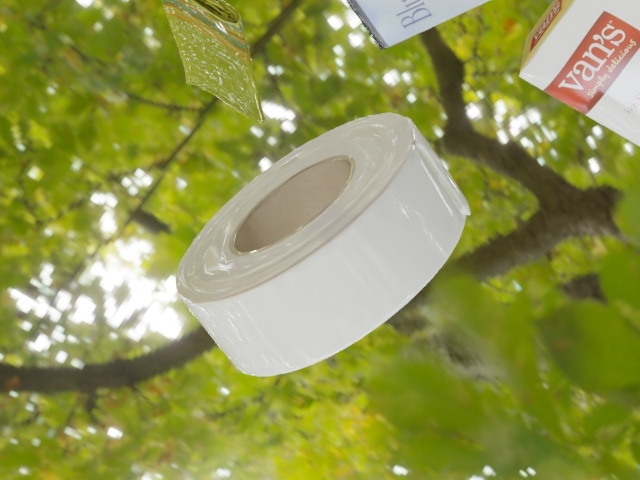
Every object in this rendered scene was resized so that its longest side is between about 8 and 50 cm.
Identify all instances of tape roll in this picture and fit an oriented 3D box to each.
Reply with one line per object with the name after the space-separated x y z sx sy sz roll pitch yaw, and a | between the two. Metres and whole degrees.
0.000 0.000 1.559 0.286 0.100 0.286 -32 -160 13 | tape roll

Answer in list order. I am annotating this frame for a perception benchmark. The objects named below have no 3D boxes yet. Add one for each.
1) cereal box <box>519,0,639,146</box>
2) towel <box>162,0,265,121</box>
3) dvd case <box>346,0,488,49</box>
0.247 -0.096 0.825 0.173 0.240 0.047 -56 -170 39 | cereal box
-0.109 -0.189 1.592 0.102 0.237 0.021 35 -104 15 | towel
0.123 -0.240 1.165 0.253 0.180 0.022 -23 -121 14 | dvd case
